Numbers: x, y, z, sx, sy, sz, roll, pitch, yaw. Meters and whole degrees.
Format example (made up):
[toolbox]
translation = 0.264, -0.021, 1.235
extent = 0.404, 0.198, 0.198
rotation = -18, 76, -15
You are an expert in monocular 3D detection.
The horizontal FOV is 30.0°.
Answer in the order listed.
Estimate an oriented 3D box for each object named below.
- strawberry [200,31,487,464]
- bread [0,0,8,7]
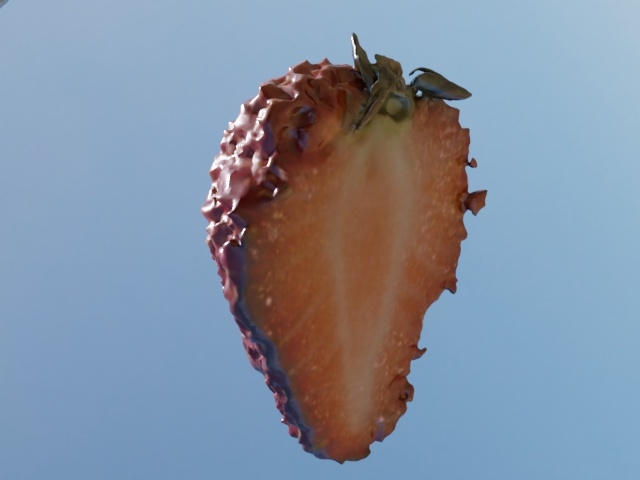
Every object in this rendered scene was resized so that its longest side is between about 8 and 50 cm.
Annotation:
[strawberry]
translation = -0.005, -0.001, 0.702
extent = 0.175, 0.236, 0.107
rotation = 19, -171, -40
[bread]
translation = -0.418, -0.336, 1.354
extent = 0.134, 0.141, 0.148
rotation = 11, -150, -1
